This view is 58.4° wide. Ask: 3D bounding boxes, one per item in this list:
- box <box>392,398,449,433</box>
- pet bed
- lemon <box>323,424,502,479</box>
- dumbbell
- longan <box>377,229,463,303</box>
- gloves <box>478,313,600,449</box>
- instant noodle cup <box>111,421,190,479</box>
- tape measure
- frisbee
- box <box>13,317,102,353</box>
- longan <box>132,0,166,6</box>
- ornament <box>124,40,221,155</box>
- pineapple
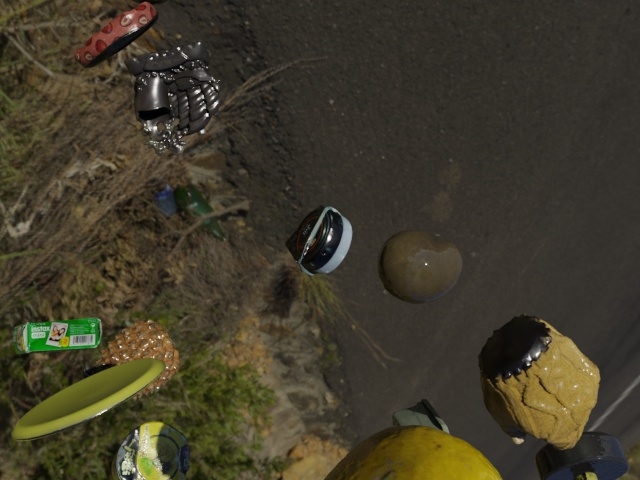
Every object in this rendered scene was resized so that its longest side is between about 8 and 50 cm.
[{"bbox_3d":[0.216,0.430,1.227,0.093,0.124,0.172,-12,-172,-5],"label":"box"},{"bbox_3d":[-0.411,-0.415,1.159,0.201,0.201,0.053,-38,114,-2],"label":"pet bed"},{"bbox_3d":[0.110,0.367,0.704,0.260,0.260,0.284,-55,177,23],"label":"lemon"},{"bbox_3d":[0.629,0.622,1.289,0.204,0.322,0.203,-3,138,-3],"label":"dumbbell"},{"bbox_3d":[0.251,0.069,1.464,0.220,0.196,0.196,2,133,-17],"label":"longan"},{"bbox_3d":[0.397,0.272,1.018,0.203,0.155,0.356,-44,134,1],"label":"gloves"},{"bbox_3d":[-0.532,0.673,1.737,0.215,0.215,0.236,-12,164,-36],"label":"instant noodle cup"},{"bbox_3d":[0.002,0.002,1.535,0.107,0.181,0.182,27,114,-33],"label":"tape measure"},{"bbox_3d":[-0.356,0.239,0.886,0.236,0.017,0.236,-19,-173,3],"label":"frisbee"},{"bbox_3d":[-0.886,0.322,1.928,0.250,0.103,0.180,4,166,-40],"label":"box"},{"bbox_3d":[-0.404,-0.649,1.354,0.189,0.189,0.189,-26,146,-20],"label":"longan"},{"bbox_3d":[-0.375,-0.363,1.510,0.251,0.260,0.106,-14,-176,4],"label":"ornament"},{"bbox_3d":[-0.614,0.404,1.724,0.357,0.223,0.223,-31,151,-42],"label":"pineapple"}]
